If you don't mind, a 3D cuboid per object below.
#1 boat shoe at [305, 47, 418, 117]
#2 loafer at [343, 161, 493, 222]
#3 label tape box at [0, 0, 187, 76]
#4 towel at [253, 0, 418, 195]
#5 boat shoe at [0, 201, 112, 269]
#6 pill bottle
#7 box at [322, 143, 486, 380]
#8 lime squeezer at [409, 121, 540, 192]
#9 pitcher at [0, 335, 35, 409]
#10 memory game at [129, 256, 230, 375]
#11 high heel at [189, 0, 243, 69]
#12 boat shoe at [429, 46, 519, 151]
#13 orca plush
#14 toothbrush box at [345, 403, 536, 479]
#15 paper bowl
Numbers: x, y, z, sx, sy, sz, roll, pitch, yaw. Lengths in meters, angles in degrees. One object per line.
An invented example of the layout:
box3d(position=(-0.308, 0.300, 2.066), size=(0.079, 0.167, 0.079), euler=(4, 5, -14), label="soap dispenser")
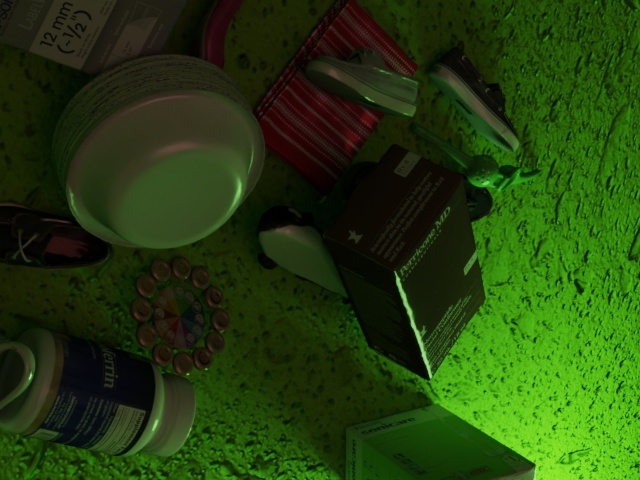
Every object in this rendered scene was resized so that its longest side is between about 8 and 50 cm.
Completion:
box3d(position=(0.069, -0.258, 1.738), size=(0.227, 0.079, 0.081), euler=(17, 85, -43), label="boat shoe")
box3d(position=(0.182, -0.067, 1.882), size=(0.302, 0.095, 0.109), euler=(7, 101, -33), label="loafer")
box3d(position=(-0.337, -0.365, 1.411), size=(0.347, 0.115, 0.249), euler=(16, 118, -36), label="label tape box")
box3d(position=(0.024, -0.229, 1.775), size=(0.199, 0.031, 0.275), euler=(40, 82, -35), label="towel")
box3d(position=(-0.406, -0.002, 1.548), size=(0.233, 0.079, 0.084), euler=(7, 103, -32), label="boat shoe")
box3d(position=(-0.323, 0.230, 1.624), size=(0.264, 0.153, 0.153), euler=(22, 92, -35), label="pill bottle")
box3d(position=(0.145, 0.044, 1.766), size=(0.191, 0.143, 0.381), euler=(-53, 149, -18), label="box")
box3d(position=(0.291, -0.122, 1.929), size=(0.310, 0.110, 0.059), euler=(15, 105, -34), label="lime squeezer")
box3d(position=(-0.477, 0.214, 1.511), size=(0.125, 0.177, 0.207), euler=(11, 97, -61), label="pitcher")
box3d(position=(-0.211, 0.113, 1.688), size=(0.186, 0.012, 0.186), euler=(18, 64, -41), label="memory game")
box3d(position=(-0.126, -0.315, 1.626), size=(0.117, 0.082, 0.244), euler=(2, 90, -22), label="high heel")
box3d(position=(0.278, -0.243, 1.906), size=(0.228, 0.080, 0.076), euler=(40, 83, -26), label="boat shoe")
box3d(position=(0.000, 0.000, 1.789), size=(0.287, 0.151, 0.102), euler=(26, 56, -37), label="orca plush")
box3d(position=(0.201, 0.404, 1.923), size=(0.206, 0.283, 0.122), euler=(-10, 110, -30), label="toothbrush box")
box3d(position=(-0.213, -0.102, 1.529), size=(0.284, 0.148, 0.284), euler=(-16, 138, -15), label="paper bowl")
